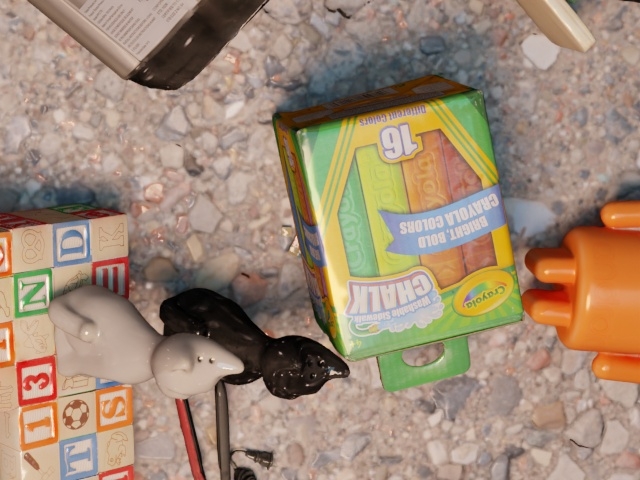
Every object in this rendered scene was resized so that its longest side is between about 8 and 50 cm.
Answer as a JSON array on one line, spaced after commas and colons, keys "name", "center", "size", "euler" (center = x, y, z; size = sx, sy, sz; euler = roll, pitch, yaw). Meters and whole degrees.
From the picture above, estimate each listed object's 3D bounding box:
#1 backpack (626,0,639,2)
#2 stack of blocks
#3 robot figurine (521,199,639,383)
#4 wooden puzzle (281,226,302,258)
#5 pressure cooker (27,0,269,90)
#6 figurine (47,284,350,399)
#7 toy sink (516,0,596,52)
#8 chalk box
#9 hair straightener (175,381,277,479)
[{"name": "backpack", "center": [0.292, -0.275, 1.459], "size": [0.188, 0.166, 0.144], "euler": [12, 109, -10]}, {"name": "stack of blocks", "center": [-0.275, 0.123, 1.640], "size": [0.171, 0.087, 0.297], "euler": [-10, 105, -38]}, {"name": "robot figurine", "center": [0.313, 0.052, 1.699], "size": [0.219, 0.128, 0.158], "euler": [3, 61, -5]}, {"name": "wooden puzzle", "center": [0.000, 0.000, 1.721], "size": [0.083, 0.006, 0.049], "euler": [23, 98, -9]}, {"name": "pressure cooker", "center": [-0.179, -0.380, 1.445], "size": [0.420, 0.375, 0.370], "euler": [38, 98, -11]}, {"name": "figurine", "center": [-0.113, 0.101, 1.575], "size": [0.215, 0.209, 0.092], "euler": [4, 95, -45]}, {"name": "toy sink", "center": [0.211, -0.310, 1.606], "size": [0.131, 0.153, 0.234], "euler": [-40, 101, 3]}, {"name": "chalk box", "center": [0.078, 0.006, 1.636], "size": [0.180, 0.179, 0.288], "euler": [-15, 101, -7]}, {"name": "hair straightener", "center": [-0.086, 0.246, 1.741], "size": [0.089, 0.047, 0.230], "euler": [-11, 102, -3]}]
